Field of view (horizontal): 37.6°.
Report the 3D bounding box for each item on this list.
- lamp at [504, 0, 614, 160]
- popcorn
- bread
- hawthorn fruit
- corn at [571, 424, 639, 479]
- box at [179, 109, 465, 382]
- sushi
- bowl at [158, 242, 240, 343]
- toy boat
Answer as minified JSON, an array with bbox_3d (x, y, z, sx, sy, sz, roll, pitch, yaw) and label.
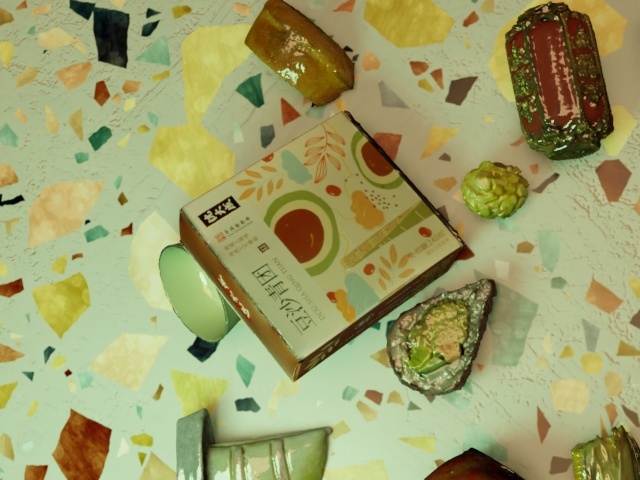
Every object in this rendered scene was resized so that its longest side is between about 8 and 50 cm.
[{"bbox_3d":[0.422,-0.280,1.672,0.177,0.177,0.274,-14,79,14],"label":"lamp"},{"bbox_3d":[0.314,-0.095,1.709,0.120,0.106,0.116,-25,112,-2],"label":"popcorn"},{"bbox_3d":[-0.054,-0.378,1.839,0.260,0.134,0.129,43,97,17],"label":"bread"},{"bbox_3d":[0.245,0.476,1.602,0.249,0.215,0.215,-33,75,-1],"label":"hawthorn fruit"},{"bbox_3d":[0.501,0.468,1.576,0.123,0.122,0.305,-13,78,13],"label":"corn"},{"bbox_3d":[0.000,0.000,1.693,0.385,0.122,0.344,-33,73,-22],"label":"box"},{"bbox_3d":[0.213,0.163,1.708,0.161,0.107,0.241,17,80,17],"label":"sushi"},{"bbox_3d":[-0.209,0.080,1.816,0.112,0.211,0.211,-32,70,-34],"label":"bowl"},{"bbox_3d":[-0.147,0.470,1.782,0.293,0.111,0.276,10,93,7],"label":"toy boat"}]
